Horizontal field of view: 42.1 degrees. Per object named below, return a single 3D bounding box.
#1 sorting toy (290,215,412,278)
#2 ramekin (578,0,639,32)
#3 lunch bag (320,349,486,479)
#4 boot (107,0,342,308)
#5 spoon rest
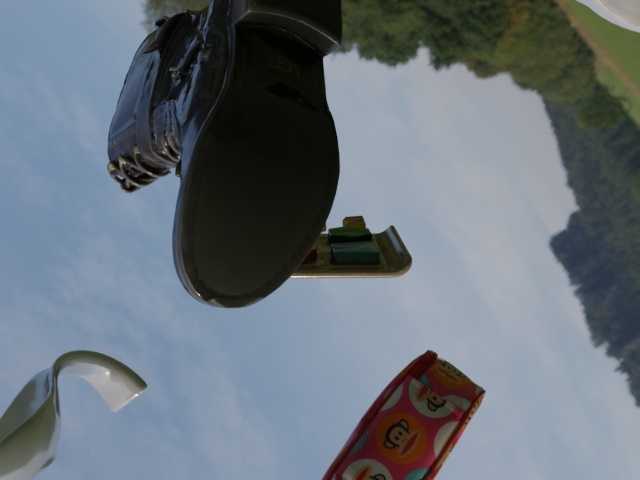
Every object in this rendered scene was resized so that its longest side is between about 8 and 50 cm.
[{"bbox_3d":[0.000,0.000,1.209,0.307,0.229,0.041,-100,6,-76],"label":"sorting toy"},{"bbox_3d":[0.302,-0.329,0.757,0.273,0.273,0.127,39,-174,-23],"label":"ramekin"},{"bbox_3d":[0.102,0.306,1.143,0.120,0.293,0.258,36,164,17],"label":"lunch bag"},{"bbox_3d":[-0.085,-0.069,0.569,0.091,0.229,0.263,23,-113,-31],"label":"boot"},{"bbox_3d":[-0.268,0.170,0.785,0.084,0.137,0.276,53,-161,1],"label":"spoon rest"}]
